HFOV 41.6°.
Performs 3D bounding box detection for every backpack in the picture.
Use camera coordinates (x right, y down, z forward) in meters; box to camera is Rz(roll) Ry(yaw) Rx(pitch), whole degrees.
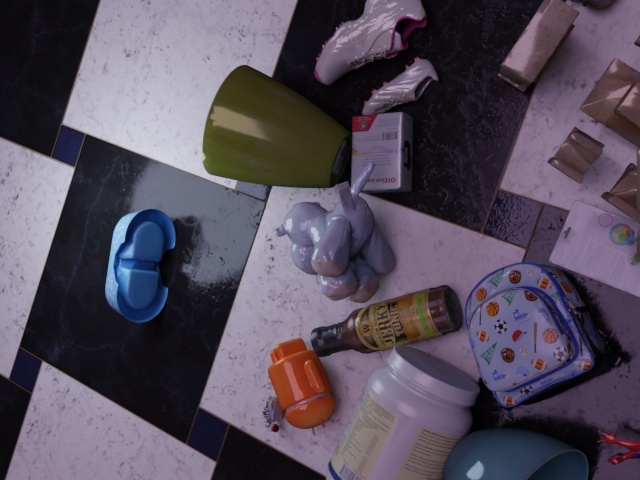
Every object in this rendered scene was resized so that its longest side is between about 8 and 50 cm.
[{"bbox_3d":[0.413,0.179,1.690,0.276,0.213,0.263,-31,61,25],"label":"backpack"}]

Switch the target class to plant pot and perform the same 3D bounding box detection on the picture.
[{"bbox_3d":[0.357,0.485,1.660,0.195,0.290,0.290,32,101,44],"label":"plant pot"},{"bbox_3d":[-0.084,-0.236,1.975,0.293,0.275,0.275,21,95,14],"label":"plant pot"}]

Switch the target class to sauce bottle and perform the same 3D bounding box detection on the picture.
[{"bbox_3d":[0.140,0.193,1.880,0.344,0.111,0.111,-20,76,25],"label":"sauce bottle"}]

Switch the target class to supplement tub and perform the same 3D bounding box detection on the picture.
[{"bbox_3d":[0.175,0.409,1.768,0.235,0.235,0.325,29,99,27],"label":"supplement tub"}]

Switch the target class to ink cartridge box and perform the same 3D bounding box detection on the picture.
[{"bbox_3d":[0.141,-0.198,1.935,0.127,0.072,0.175,0,85,28],"label":"ink cartridge box"}]

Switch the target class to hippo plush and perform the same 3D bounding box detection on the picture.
[{"bbox_3d":[0.000,0.000,1.893,0.236,0.234,0.294,5,121,40],"label":"hippo plush"}]

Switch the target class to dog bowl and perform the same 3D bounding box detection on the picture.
[{"bbox_3d":[-0.475,0.062,2.198,0.074,0.166,0.297,7,88,40],"label":"dog bowl"}]

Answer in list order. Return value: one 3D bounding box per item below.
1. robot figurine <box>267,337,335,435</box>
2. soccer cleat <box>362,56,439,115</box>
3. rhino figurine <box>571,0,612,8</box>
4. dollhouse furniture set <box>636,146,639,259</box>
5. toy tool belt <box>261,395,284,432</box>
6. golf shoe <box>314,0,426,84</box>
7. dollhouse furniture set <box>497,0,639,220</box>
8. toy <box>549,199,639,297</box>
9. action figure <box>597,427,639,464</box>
[{"bbox_3d":[-0.043,0.341,1.956,0.158,0.128,0.219,-29,71,20],"label":"robot figurine"},{"bbox_3d":[0.181,-0.337,1.933,0.196,0.068,0.076,-38,72,17],"label":"soccer cleat"},{"bbox_3d":[0.611,-0.579,1.721,0.243,0.073,0.106,-51,62,13],"label":"rhino figurine"},{"bbox_3d":[0.725,-0.044,1.441,0.198,0.286,0.303,-27,38,-13],"label":"dollhouse furniture set"},{"bbox_3d":[-0.116,0.419,2.035,0.051,0.052,0.083,-7,77,59],"label":"toy tool belt"},{"bbox_3d":[0.115,-0.461,1.955,0.306,0.115,0.140,-45,70,19],"label":"golf shoe"},{"bbox_3d":[0.566,-0.300,1.678,0.394,0.256,0.362,34,103,5],"label":"dollhouse furniture set"},{"bbox_3d":[0.596,0.027,1.680,0.237,0.056,0.137,23,89,22],"label":"toy"},{"bbox_3d":[0.594,0.461,1.619,0.139,0.091,0.280,8,89,20],"label":"action figure"}]
